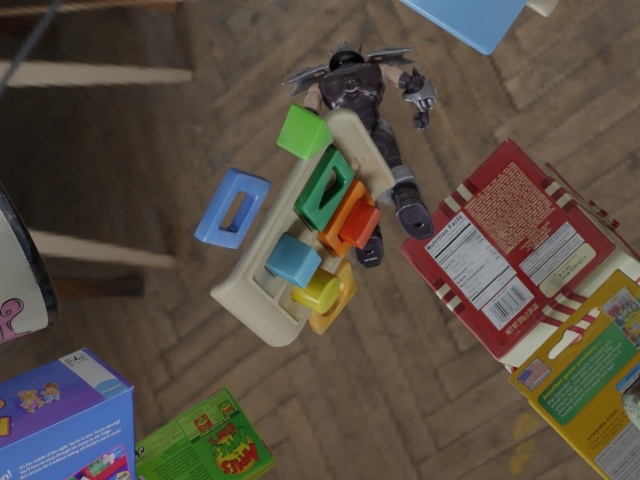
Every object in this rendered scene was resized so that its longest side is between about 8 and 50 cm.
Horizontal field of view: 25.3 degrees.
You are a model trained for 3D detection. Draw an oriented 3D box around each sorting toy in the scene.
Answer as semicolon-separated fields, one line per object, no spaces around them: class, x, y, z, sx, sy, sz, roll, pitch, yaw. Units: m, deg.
sorting toy;0.000;0.000;1.253;0.047;0.348;0.196;31;82;23

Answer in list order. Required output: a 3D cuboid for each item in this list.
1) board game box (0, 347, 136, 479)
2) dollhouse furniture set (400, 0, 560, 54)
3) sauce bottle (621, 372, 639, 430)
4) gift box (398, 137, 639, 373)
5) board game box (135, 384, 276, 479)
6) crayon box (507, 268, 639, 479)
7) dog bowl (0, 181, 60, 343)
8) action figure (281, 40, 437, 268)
board game box;-0.318;0.264;1.213;0.078;0.347;0.233;31;130;39
dollhouse furniture set;-0.022;-0.255;0.583;0.198;0.303;0.286;-56;28;11
sauce bottle;0.462;0.077;1.478;0.344;0.111;0.111;-46;56;-8
gift box;0.297;0.052;1.962;0.255;0.258;0.276;-41;66;13
board game box;-0.145;0.235;1.429;0.181;0.043;0.092;-32;75;-11
crayon box;0.387;0.190;1.675;0.203;0.083;0.323;-45;34;2
dog bowl;-0.439;-0.044;1.428;0.408;0.150;0.408;45;159;23
action figure;0.052;-0.120;1.676;0.185;0.099;0.285;-20;61;15
